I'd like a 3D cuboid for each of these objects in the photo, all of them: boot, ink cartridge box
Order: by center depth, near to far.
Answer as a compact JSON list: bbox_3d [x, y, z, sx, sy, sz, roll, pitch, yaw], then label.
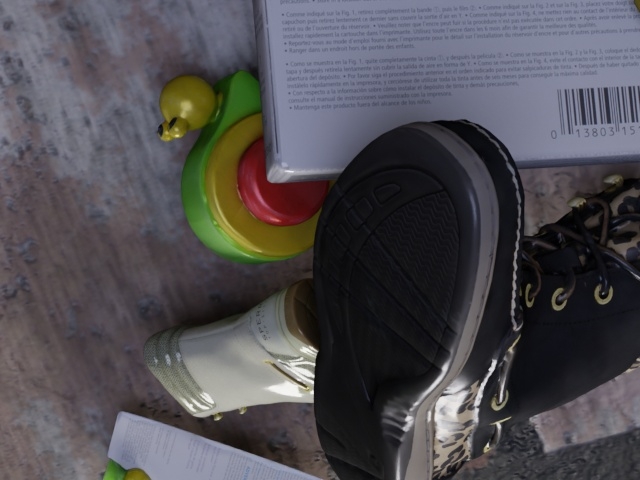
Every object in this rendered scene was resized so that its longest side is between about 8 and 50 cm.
[{"bbox_3d":[0.144,0.024,1.024,0.284,0.138,0.377,-25,144,-24],"label":"boot"},{"bbox_3d":[0.101,-0.180,1.063,0.296,0.066,0.261,-3,85,-11],"label":"ink cartridge box"},{"bbox_3d":[-0.018,0.105,1.188,0.165,0.077,0.213,-19,146,32],"label":"boot"}]

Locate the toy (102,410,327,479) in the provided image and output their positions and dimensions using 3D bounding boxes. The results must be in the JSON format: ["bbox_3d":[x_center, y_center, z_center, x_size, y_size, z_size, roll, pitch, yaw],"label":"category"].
[{"bbox_3d":[-0.067,0.226,1.251,0.237,0.056,0.137,17,113,-1],"label":"toy"}]

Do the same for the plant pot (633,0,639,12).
[{"bbox_3d":[0.339,-0.182,0.992,0.187,0.212,0.212,36,71,2],"label":"plant pot"}]

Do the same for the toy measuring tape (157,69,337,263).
[{"bbox_3d":[0.000,0.000,1.134,0.330,0.121,0.121,41,106,-17],"label":"toy measuring tape"}]
